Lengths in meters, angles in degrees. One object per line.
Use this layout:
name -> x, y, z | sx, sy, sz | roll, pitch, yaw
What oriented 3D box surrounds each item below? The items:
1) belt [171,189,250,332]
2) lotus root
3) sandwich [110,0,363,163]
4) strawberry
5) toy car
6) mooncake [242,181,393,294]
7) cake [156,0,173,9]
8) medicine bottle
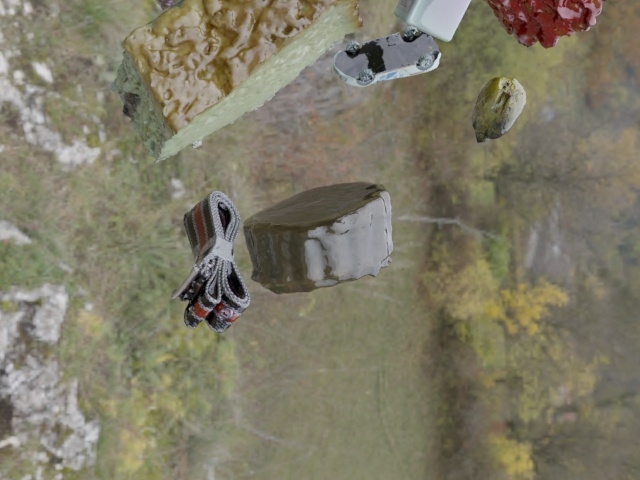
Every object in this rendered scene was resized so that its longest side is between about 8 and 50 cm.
belt -> -0.209, 0.032, 1.684 | 0.126, 0.094, 0.360 | 30, 29, -23
lotus root -> 0.207, -0.153, 1.024 | 0.049, 0.054, 0.099 | -55, 173, -35
sandwich -> -0.105, -0.232, 1.035 | 0.131, 0.325, 0.262 | 53, 9, -2
strawberry -> 0.214, -0.325, 0.892 | 0.178, 0.234, 0.234 | 18, 63, -22
toy car -> 0.123, -0.338, 1.623 | 0.056, 0.204, 0.095 | 83, -11, -56
mooncake -> 0.000, 0.000, 1.275 | 0.228, 0.228, 0.124 | -41, 123, -61
cake -> -0.290, -0.452, 1.385 | 0.116, 0.112, 0.295 | 51, -9, 1
medicine bottle -> 0.155, -0.325, 1.115 | 0.118, 0.074, 0.055 | -64, -154, 19
